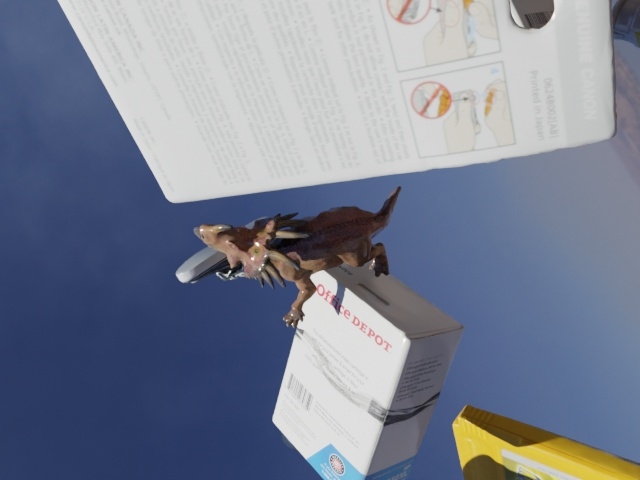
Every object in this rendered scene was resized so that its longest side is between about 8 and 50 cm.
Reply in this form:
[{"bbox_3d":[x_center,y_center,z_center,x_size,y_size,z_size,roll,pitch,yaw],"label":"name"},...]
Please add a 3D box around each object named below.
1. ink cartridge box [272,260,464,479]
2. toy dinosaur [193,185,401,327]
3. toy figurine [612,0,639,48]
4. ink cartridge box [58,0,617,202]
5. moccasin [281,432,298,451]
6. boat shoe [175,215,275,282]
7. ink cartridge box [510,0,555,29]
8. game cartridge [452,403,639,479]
[{"bbox_3d":[0.063,0.214,0.990,0.129,0.308,0.223,-4,-152,-39],"label":"ink cartridge box"},{"bbox_3d":[0.000,0.000,0.860,0.200,0.295,0.127,75,169,-64],"label":"toy dinosaur"},{"bbox_3d":[0.393,-0.280,0.595,0.148,0.213,0.209,30,-127,33],"label":"toy figurine"},{"bbox_3d":[-0.006,-0.192,0.456,0.091,0.384,0.308,-69,-34,-49],"label":"ink cartridge box"},{"bbox_3d":[0.020,0.343,1.434,0.137,0.117,0.342,43,-129,1],"label":"moccasin"},{"bbox_3d":[-0.227,0.047,1.609,0.306,0.113,0.105,-36,-71,-43],"label":"boat shoe"},{"bbox_3d":[0.405,-0.446,1.228,0.197,0.114,0.273,-16,-101,-25],"label":"ink cartridge box"},{"bbox_3d":[0.396,0.440,1.101,0.052,0.323,0.285,-44,-51,-37],"label":"game cartridge"}]
